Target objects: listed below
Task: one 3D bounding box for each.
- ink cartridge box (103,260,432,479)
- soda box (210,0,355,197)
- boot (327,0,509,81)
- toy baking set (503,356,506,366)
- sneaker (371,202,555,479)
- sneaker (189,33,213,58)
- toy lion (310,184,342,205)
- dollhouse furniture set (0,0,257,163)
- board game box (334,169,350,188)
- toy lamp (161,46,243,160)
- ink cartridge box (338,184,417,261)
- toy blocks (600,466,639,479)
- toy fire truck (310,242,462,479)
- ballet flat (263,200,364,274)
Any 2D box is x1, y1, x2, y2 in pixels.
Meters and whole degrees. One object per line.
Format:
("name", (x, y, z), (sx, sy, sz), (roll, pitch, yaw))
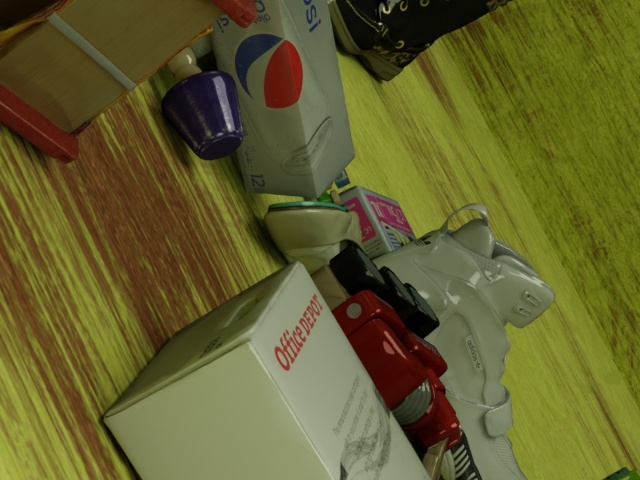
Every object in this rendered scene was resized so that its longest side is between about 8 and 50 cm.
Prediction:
("ink cartridge box", (-0.005, 0.195, 1.209), (0.307, 0.129, 0.223), (59, 14, -7))
("soda box", (-0.045, -0.189, 1.663), (0.098, 0.091, 0.286), (-47, 135, -48))
("boot", (0.154, -0.406, 2.665), (0.138, 0.284, 0.377), (66, 14, 22))
("toy baking set", (0.196, 0.177, 1.986), (0.256, 0.030, 0.197), (62, 38, -59))
("sneaker", (0.178, 0.137, 1.773), (0.366, 0.210, 0.137), (54, 3, -19))
("sneaker", (-0.163, -0.299, 1.730), (0.153, 0.094, 0.235), (45, 25, -33))
("toy lion", (0.015, -0.021, 1.922), (0.100, 0.034, 0.096), (-114, -178, -65))
("dollhouse furniture set", (-0.235, -0.245, 1.155), (0.374, 0.201, 0.152), (40, 24, -40))
("board game box", (0.002, -0.120, 1.969), (0.090, 0.020, 0.090), (68, 8, 30))
("toy lamp", (-0.147, -0.205, 1.615), (0.275, 0.080, 0.080), (66, 14, 19))
("ink cartridge box", (0.118, 0.086, 2.030), (0.311, 0.065, 0.186), (66, 15, 12))
("toy blocks", (0.489, 0.492, 2.367), (0.381, 0.190, 0.261), (60, 2, -2))
("toy fire truck", (0.061, 0.161, 1.546), (0.246, 0.158, 0.217), (56, 10, 28))
("ballet flat", (0.000, 0.000, 1.751), (0.086, 0.086, 0.248), (62, 13, 6))
